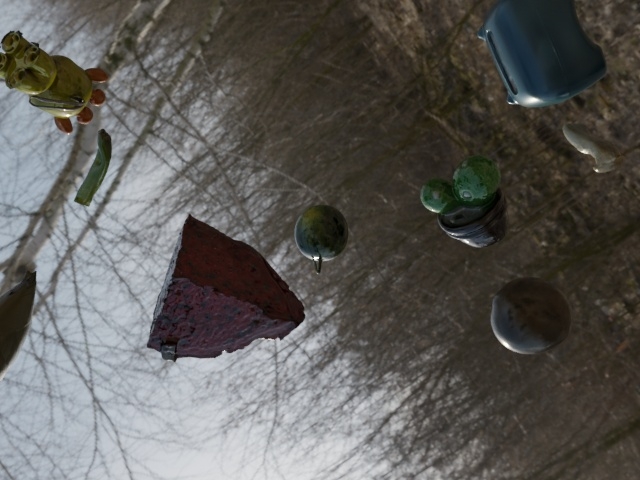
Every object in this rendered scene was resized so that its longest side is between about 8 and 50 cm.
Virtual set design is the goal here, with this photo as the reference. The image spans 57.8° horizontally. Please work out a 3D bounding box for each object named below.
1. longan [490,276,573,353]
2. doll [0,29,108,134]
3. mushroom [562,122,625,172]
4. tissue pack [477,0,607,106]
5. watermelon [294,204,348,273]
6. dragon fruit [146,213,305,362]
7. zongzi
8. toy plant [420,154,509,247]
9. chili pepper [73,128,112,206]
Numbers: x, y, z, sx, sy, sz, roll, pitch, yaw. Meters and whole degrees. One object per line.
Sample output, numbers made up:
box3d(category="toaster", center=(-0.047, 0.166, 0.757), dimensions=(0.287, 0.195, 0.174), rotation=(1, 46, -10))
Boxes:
box3d(category="longan", center=(0.658, 0.234, 1.829), dimensions=(0.258, 0.258, 0.258), rotation=(50, -168, -15))
box3d(category="doll", center=(-0.475, -0.282, 1.048), dimensions=(0.135, 0.142, 0.221), rotation=(32, 178, 22))
box3d(category="mushroom", center=(0.592, -0.209, 1.272), dimensions=(0.202, 0.059, 0.054), rotation=(-105, 19, -55))
box3d(category="tissue pack", center=(0.504, -0.452, 1.346), dimensions=(0.287, 0.206, 0.198), rotation=(62, -172, -7))
box3d(category="watermelon", center=(0.000, 0.000, 1.499), dimensions=(0.141, 0.141, 0.187), rotation=(36, -123, -56))
box3d(category="dragon fruit", center=(-0.197, 0.130, 1.189), dimensions=(0.331, 0.302, 0.240), rotation=(19, 179, 5))
box3d(category="zongzi", center=(-0.646, 0.222, 1.098), dimensions=(0.123, 0.289, 0.260), rotation=(35, -147, -23))
box3d(category="toy plant", center=(0.369, -0.097, 1.438), dimensions=(0.235, 0.218, 0.175), rotation=(47, -132, -27))
box3d(category="chili pepper", center=(-0.511, -0.164, 1.323), dimensions=(0.050, 0.201, 0.052), rotation=(14, -152, -32))
